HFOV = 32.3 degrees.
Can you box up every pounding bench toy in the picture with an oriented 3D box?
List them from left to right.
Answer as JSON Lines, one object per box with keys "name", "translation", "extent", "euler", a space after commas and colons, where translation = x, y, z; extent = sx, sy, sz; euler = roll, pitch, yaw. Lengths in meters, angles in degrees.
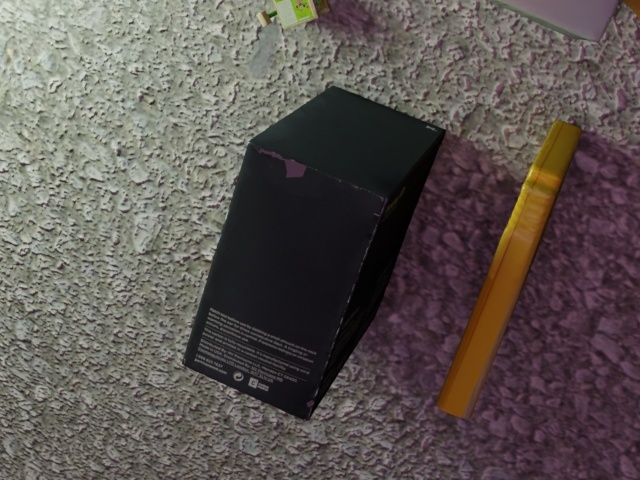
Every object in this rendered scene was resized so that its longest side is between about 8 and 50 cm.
{"name": "pounding bench toy", "translation": [-0.039, -0.315, 1.484], "extent": [0.083, 0.065, 0.052], "euler": [-16, 104, 22]}

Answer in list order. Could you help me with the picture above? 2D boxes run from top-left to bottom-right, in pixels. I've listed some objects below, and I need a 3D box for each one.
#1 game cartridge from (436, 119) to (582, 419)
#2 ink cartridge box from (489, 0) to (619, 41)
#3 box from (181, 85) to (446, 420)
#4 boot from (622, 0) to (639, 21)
{"name": "game cartridge", "translation": [0.242, 0.027, 1.399], "extent": [0.053, 0.285, 0.323], "euler": [20, 113, 11]}
{"name": "ink cartridge box", "translation": [0.202, -0.439, 1.247], "extent": [0.385, 0.091, 0.308], "euler": [22, 100, -9]}
{"name": "box", "translation": [0.000, 0.000, 1.432], "extent": [0.179, 0.343, 0.312], "euler": [24, 113, 9]}
{"name": "boot", "translation": [0.415, -0.261, 1.358], "extent": [0.197, 0.073, 0.152], "euler": [4, 109, 15]}
